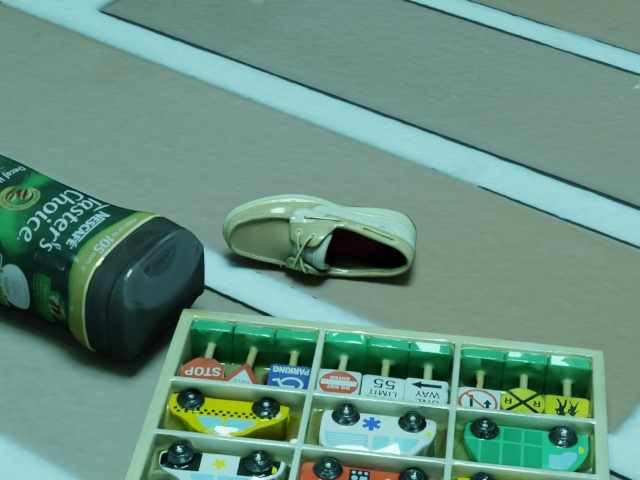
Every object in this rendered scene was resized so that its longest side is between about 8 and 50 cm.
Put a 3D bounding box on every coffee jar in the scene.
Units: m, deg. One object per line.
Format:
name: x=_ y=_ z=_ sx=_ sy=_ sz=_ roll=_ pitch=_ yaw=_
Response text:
coffee jar: x=-0.170 y=0.009 z=0.940 sx=0.184 sy=0.079 sz=0.096 roll=20 pitch=40 yaw=22

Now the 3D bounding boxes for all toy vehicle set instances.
toy vehicle set: x=0.033 y=0.116 z=0.840 sx=0.267 sy=0.035 sz=0.166 roll=5 pitch=36 yaw=4

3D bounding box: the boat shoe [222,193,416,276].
boat shoe: x=0.000 y=0.000 z=0.985 sx=0.135 sy=0.050 sz=0.045 roll=1 pitch=31 yaw=-1
